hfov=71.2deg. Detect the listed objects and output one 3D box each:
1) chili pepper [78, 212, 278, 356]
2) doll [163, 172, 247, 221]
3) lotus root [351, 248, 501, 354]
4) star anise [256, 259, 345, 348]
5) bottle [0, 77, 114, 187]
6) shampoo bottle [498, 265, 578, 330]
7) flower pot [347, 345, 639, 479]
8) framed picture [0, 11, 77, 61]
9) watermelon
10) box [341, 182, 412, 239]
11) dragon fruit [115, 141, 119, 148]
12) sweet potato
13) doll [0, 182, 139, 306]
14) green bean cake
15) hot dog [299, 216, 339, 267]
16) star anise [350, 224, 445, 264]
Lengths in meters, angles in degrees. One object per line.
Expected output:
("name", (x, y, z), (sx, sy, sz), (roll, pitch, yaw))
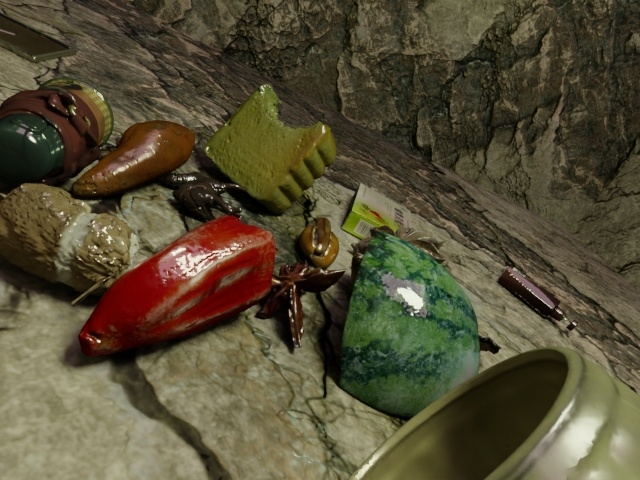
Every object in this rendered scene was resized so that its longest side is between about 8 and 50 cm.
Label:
("chili pepper", (-0.165, 0.058, 0.544), (0.252, 0.144, 0.136), (-28, 98, -55))
("doll", (-0.229, -0.089, 0.862), (0.165, 0.057, 0.139), (20, 26, 0))
("lotus root", (0.189, 0.136, 0.859), (0.329, 0.078, 0.167), (32, 9, -3))
("star anise", (-0.041, 0.093, 0.731), (0.158, 0.144, 0.140), (34, 68, 25))
("bottle", (-0.409, -0.167, 0.687), (0.143, 0.156, 0.271), (25, 20, -21))
("shampoo bottle", (0.633, 0.170, 1.299), (0.068, 0.067, 0.236), (-24, 56, -38))
("flower pot", (0.171, 0.264, 0.360), (0.244, 0.307, 0.307), (52, 29, 13))
("framed picture", (-0.809, -0.537, 1.129), (0.289, 0.016, 0.213), (24, 25, -12))
("watermelon", (0.142, 0.151, 0.699), (0.260, 0.256, 0.176), (28, -21, 15))
("box", (0.160, -0.059, 1.222), (0.175, 0.062, 0.260), (29, 23, -3))
("dragon fruit", (-0.363, -0.211, 0.934), (0.131, 0.063, 0.097), (-3, 40, -50))
("sweet potato", (-0.316, -0.171, 0.841), (0.112, 0.112, 0.359), (29, 26, -2))
("doll", (-0.326, -0.014, 0.542), (0.221, 0.105, 0.115), (33, 31, 3))
("green bean cake", (-0.106, -0.205, 1.014), (0.236, 0.233, 0.124), (41, -2, 24))
("hot dog", (0.002, 0.001, 0.933), (0.090, 0.060, 0.140), (34, 21, -2))
("star anise", (0.178, 0.017, 1.010), (0.212, 0.073, 0.197), (5, 30, 19))
